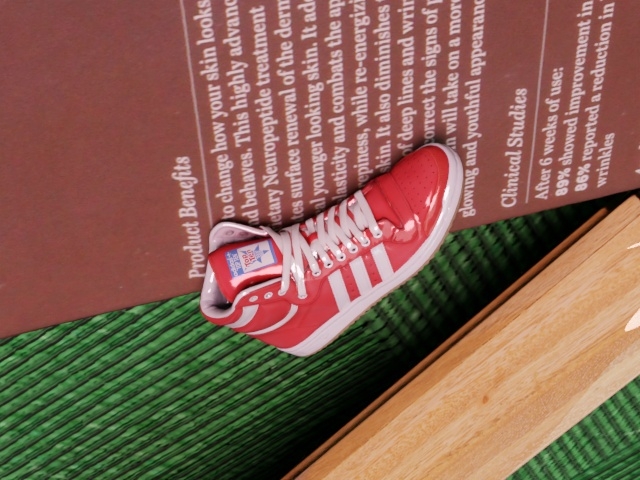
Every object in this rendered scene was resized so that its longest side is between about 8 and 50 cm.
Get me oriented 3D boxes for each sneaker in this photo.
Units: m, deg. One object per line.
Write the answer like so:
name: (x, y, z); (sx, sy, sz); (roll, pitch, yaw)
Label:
sneaker: (0.000, 0.000, 0.494); (0.067, 0.042, 0.118); (20, 124, -39)

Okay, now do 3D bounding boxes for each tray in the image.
tray: (0.049, 0.122, 0.717); (0.411, 0.076, 0.203); (-43, 173, 17)

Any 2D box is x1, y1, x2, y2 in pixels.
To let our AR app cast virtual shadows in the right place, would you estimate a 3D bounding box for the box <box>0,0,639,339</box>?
box: (0.019, -0.105, 0.530); (0.382, 0.143, 0.191); (-14, 135, -12)
